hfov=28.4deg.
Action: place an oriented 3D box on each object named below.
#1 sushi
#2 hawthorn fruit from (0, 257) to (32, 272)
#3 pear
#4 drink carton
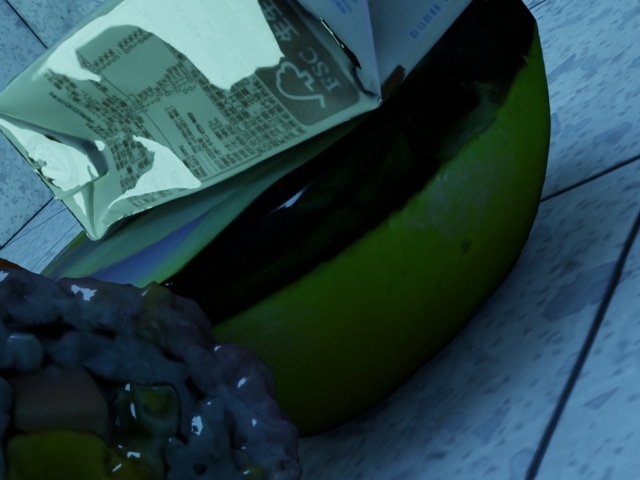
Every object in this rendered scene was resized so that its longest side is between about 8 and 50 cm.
[{"bbox_3d":[-0.113,0.157,0.565,0.171,0.236,0.270,-52,34,36],"label":"sushi"},{"bbox_3d":[-0.336,0.159,1.143,0.211,0.211,0.299,-14,40,59],"label":"hawthorn fruit"},{"bbox_3d":[0.000,0.003,0.834,0.399,0.165,0.399,-34,15,11],"label":"pear"},{"bbox_3d":[-0.046,-0.132,0.765,0.324,0.132,0.194,-20,23,52],"label":"drink carton"}]
